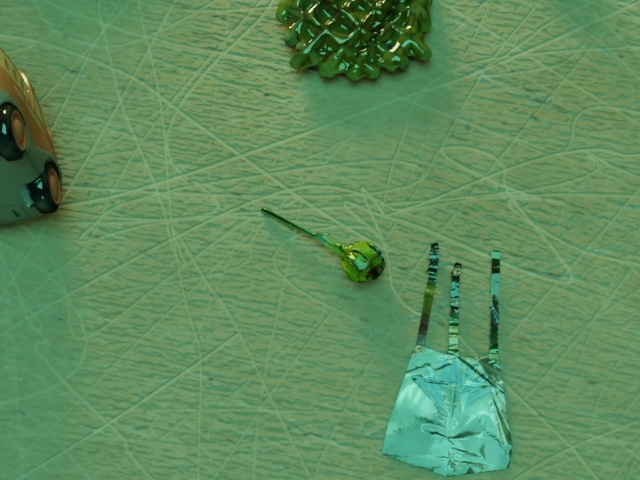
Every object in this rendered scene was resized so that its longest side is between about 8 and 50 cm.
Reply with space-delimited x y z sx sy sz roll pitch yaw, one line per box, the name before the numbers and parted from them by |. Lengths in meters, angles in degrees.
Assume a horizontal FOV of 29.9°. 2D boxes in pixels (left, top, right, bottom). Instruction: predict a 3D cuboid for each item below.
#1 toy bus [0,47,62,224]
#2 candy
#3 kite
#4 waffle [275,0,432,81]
toy bus | -0.464 -0.152 1.577 0.194 0.288 0.232 -12 62 4
candy | 0.000 0.000 1.634 0.194 0.062 0.058 27 84 16
kite | 0.191 0.161 1.610 0.169 0.015 0.310 11 82 4
waffle | 0.048 -0.324 1.692 0.223 0.054 0.204 -2 79 1
